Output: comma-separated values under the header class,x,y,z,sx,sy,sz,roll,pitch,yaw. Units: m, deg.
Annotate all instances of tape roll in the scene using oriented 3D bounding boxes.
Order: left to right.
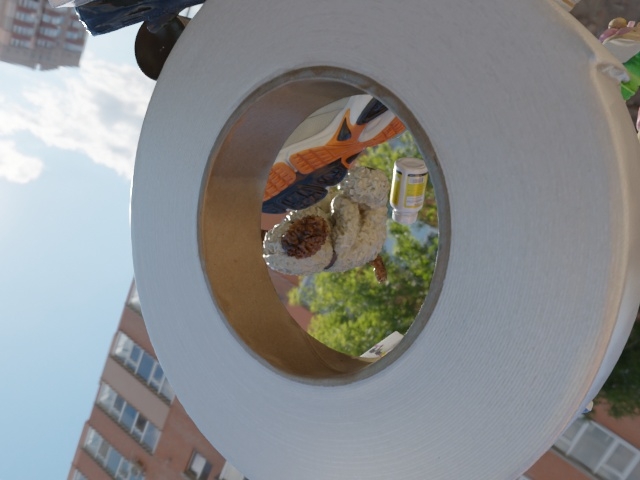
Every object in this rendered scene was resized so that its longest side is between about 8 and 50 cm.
class,x,y,z,sx,sy,sz,roll,pitch,yaw
tape roll,0.010,-0.009,0.414,0.392,0.392,0.072,36,-157,31

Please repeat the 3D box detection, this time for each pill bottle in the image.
class,x,y,z,sx,sy,sz,roll,pitch,yaw
pill bottle,0.164,-0.092,1.115,0.065,0.116,0.065,3,-150,-2

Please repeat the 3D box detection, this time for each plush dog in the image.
class,x,y,z,sx,sy,sz,roll,pitch,yaw
plush dog,0.000,0.000,1.077,0.226,0.210,0.262,-14,176,-27

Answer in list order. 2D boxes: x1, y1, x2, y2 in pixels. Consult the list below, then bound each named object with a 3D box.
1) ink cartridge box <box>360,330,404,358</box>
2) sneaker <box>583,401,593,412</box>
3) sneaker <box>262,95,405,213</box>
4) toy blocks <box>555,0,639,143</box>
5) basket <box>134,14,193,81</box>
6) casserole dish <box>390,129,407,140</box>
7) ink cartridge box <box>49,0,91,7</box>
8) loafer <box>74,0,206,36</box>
class,x,y,z,sx,sy,sz,roll,pitch,yaw
ink cartridge box,0.163,0.280,1.333,0.104,0.181,0.061,60,169,-14
sneaker,0.267,0.223,0.754,0.058,0.084,0.152,35,159,-28
sneaker,-0.003,-0.139,0.741,0.099,0.262,0.121,45,-167,-52
toy blocks,0.471,-0.321,0.843,0.309,0.288,0.260,34,-116,0
basket,-0.252,-0.368,1.200,0.204,0.154,0.227,62,-158,8
casserole dish,0.186,-0.291,1.300,0.114,0.188,0.037,36,-163,-49
ink cartridge box,-0.281,-0.400,0.687,0.154,0.212,0.093,-19,-156,4
loafer,-0.234,-0.336,0.837,0.223,0.078,0.076,-6,-138,6
